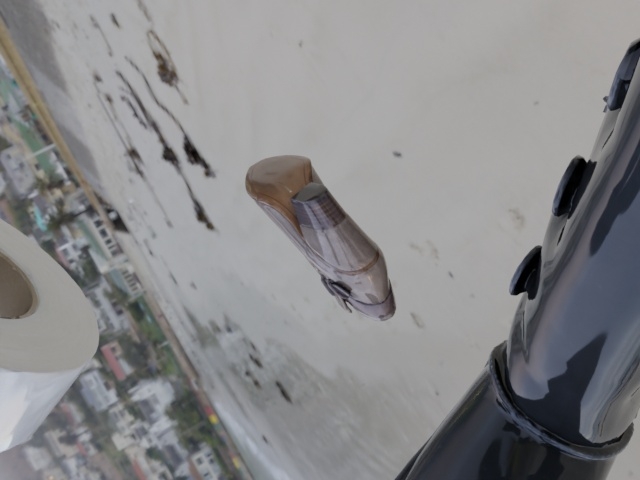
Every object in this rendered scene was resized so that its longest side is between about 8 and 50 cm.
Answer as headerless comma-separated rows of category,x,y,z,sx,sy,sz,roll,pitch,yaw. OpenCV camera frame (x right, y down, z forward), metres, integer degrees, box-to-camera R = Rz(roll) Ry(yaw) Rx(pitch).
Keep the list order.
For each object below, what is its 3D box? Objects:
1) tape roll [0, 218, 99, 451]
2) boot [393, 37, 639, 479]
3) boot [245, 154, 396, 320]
tape roll,-0.347,0.057,0.683,0.286,0.100,0.286,37,-171,-7
boot,0.162,0.065,0.440,0.146,0.367,0.445,27,137,11
boot,0.000,0.000,0.442,0.087,0.042,0.118,60,171,-26
